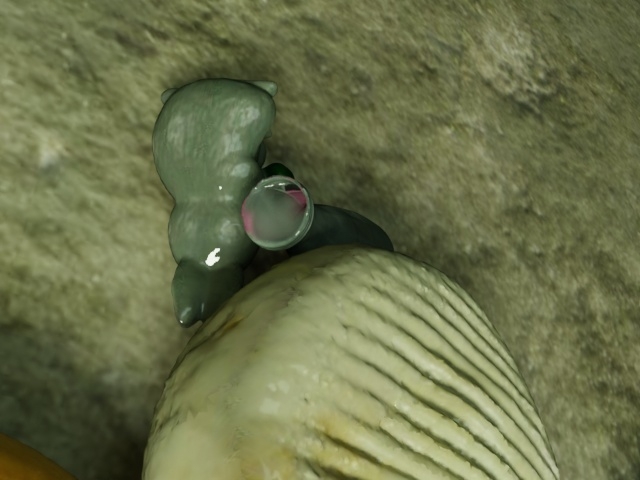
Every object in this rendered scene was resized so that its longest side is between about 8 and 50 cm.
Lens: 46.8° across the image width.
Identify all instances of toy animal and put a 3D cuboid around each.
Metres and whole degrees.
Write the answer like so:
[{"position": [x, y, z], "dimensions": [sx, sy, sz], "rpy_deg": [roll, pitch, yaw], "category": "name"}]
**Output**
[{"position": [-0.098, -0.029, 0.657], "dimensions": [0.138, 0.108, 0.237], "rpy_deg": [13, 71, -3], "category": "toy animal"}]

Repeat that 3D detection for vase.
[{"position": [0.000, 0.000, 0.648], "dimensions": [0.214, 0.086, 0.086], "rpy_deg": [32, 42, -67], "category": "vase"}]

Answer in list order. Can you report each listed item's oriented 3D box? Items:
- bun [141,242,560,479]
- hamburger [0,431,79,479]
[{"position": [0.025, 0.188, 0.545], "dimensions": [0.365, 0.219, 0.365], "rpy_deg": [29, 45, -35], "category": "bun"}, {"position": [-0.225, 0.243, 0.370], "dimensions": [0.314, 0.170, 0.290], "rpy_deg": [41, 56, -16], "category": "hamburger"}]
